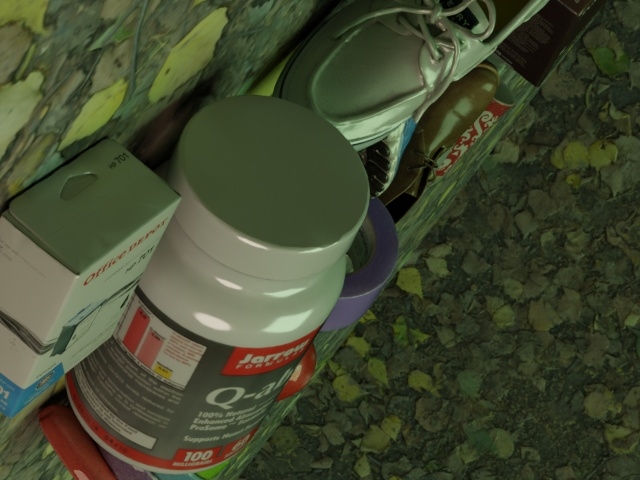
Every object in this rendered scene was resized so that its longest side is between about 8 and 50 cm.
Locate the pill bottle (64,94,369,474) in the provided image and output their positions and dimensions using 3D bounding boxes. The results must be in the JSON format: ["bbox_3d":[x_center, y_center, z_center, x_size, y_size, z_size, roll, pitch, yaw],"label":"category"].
[{"bbox_3d":[-0.100,0.046,1.391,0.210,0.210,0.363,-43,169,-41],"label":"pill bottle"}]

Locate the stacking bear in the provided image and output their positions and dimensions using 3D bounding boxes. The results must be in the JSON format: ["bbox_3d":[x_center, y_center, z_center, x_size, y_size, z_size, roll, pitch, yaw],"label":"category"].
[{"bbox_3d":[-0.136,0.175,1.666,0.289,0.164,0.175,-35,172,3],"label":"stacking bear"}]

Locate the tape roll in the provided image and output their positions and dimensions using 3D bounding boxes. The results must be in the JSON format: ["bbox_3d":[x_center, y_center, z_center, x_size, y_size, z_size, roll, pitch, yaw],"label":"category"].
[{"bbox_3d":[-0.005,0.010,1.813,0.189,0.189,0.080,-44,170,-37],"label":"tape roll"}]

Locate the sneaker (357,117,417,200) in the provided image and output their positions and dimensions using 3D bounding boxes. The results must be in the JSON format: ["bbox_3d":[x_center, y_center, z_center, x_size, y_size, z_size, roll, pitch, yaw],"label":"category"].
[{"bbox_3d":[0.085,-0.172,1.713,0.147,0.130,0.330,-42,168,-36],"label":"sneaker"}]

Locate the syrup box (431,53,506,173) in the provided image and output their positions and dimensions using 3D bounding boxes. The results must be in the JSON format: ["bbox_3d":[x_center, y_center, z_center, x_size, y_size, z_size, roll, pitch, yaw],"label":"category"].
[{"bbox_3d":[0.166,-0.187,2.205,0.096,0.093,0.237,-44,169,-42],"label":"syrup box"}]

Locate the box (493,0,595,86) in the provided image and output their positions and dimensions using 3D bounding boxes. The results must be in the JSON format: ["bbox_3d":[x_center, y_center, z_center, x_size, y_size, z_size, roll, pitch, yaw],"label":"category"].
[{"bbox_3d":[0.298,-0.337,1.854,0.191,0.143,0.381,-50,174,-3],"label":"box"}]

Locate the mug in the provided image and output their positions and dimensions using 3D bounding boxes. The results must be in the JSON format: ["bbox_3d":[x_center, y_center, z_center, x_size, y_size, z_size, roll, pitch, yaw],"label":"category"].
[{"bbox_3d":[0.225,-0.198,2.433,0.169,0.113,0.150,-51,171,25],"label":"mug"}]

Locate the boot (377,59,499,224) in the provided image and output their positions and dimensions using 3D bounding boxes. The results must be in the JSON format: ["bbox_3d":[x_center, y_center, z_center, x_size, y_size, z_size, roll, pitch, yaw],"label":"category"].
[{"bbox_3d":[0.142,-0.119,2.069,0.112,0.115,0.305,30,115,-38],"label":"boot"}]

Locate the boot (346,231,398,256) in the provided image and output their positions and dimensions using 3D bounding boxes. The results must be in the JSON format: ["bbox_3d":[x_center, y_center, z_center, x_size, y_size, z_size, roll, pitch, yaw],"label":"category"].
[{"bbox_3d":[0.000,0.000,1.981,0.198,0.137,0.077,-46,170,-28],"label":"boot"}]

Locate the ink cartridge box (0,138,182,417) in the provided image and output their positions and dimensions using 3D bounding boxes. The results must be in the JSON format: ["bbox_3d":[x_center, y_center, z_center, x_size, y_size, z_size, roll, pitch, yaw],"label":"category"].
[{"bbox_3d":[-0.207,0.030,1.192,0.139,0.082,0.191,-42,170,-47],"label":"ink cartridge box"}]

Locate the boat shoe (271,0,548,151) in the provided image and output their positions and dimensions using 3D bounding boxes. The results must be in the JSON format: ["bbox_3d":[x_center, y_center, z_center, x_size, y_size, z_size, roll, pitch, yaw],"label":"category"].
[{"bbox_3d":[0.117,-0.210,1.453,0.367,0.136,0.156,-33,180,-19],"label":"boat shoe"}]
